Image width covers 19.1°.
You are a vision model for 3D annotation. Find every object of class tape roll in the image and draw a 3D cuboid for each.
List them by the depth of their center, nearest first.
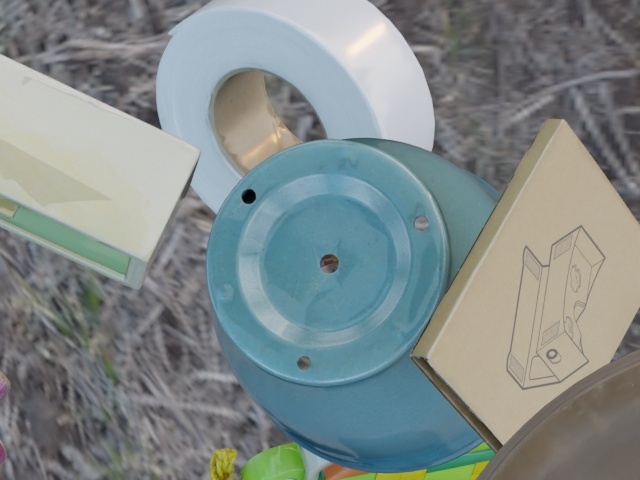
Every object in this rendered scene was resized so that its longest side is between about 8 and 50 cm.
[{"bbox_3d":[-0.029,-0.131,1.946,0.100,0.286,0.286,-42,105,-43],"label":"tape roll"}]

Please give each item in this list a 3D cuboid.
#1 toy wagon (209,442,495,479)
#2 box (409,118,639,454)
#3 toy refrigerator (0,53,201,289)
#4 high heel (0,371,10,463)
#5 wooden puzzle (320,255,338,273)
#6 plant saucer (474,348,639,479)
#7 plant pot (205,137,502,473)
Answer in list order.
[{"bbox_3d":[0.070,0.203,1.749,0.344,0.267,0.068,-10,58,-13],"label":"toy wagon"},{"bbox_3d":[0.154,0.045,1.302,0.164,0.021,0.201,48,63,-36],"label":"box"},{"bbox_3d":[-0.223,-0.065,1.255,0.269,0.102,0.094,26,75,-3],"label":"toy refrigerator"},{"bbox_3d":[-0.330,0.191,1.648,0.082,0.244,0.117,41,61,-2],"label":"high heel"},{"bbox_3d":[0.000,0.000,1.693,0.049,0.006,0.083,-21,114,-3],"label":"wooden puzzle"},{"bbox_3d":[0.152,0.148,0.677,0.278,0.278,0.041,-49,142,-5],"label":"plant saucer"},{"bbox_3d":[0.029,0.037,1.481,0.271,0.255,0.272,-3,78,14],"label":"plant pot"}]
